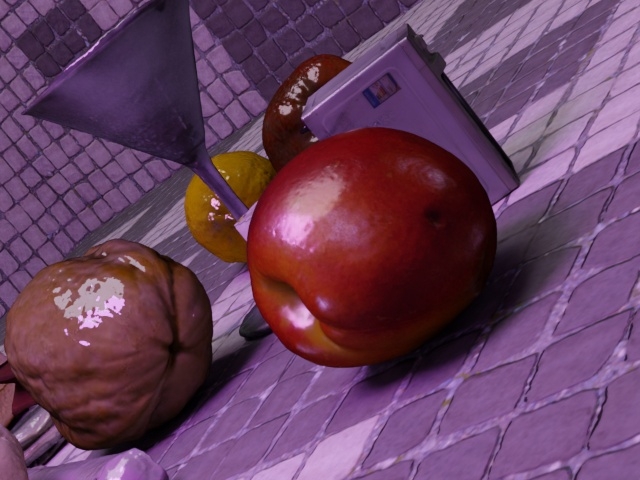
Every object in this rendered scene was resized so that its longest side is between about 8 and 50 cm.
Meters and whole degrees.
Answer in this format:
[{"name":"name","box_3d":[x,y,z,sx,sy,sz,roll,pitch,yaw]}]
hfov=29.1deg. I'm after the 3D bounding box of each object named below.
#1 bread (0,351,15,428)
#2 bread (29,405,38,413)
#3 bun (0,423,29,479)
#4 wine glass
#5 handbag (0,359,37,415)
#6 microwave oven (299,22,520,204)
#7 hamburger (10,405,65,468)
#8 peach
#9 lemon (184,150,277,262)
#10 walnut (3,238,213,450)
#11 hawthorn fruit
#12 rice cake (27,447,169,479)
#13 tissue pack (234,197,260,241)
[{"name":"bread","box_3d":[-0.660,0.350,2.194,0.239,0.111,0.246,-36,14,30]},{"name":"bread","box_3d":[-0.428,0.267,1.998,0.154,0.028,0.068,-33,15,36]},{"name":"bun","box_3d":[-0.369,0.292,1.340,0.222,0.222,0.127,-32,-19,33]},{"name":"wine glass","box_3d":[-0.146,-0.089,1.532,0.267,0.406,0.267,-36,11,8]},{"name":"handbag","box_3d":[-0.362,0.157,1.971,0.260,0.084,0.275,-21,15,24]},{"name":"microwave oven","box_3d":[0.099,-0.112,1.359,0.163,0.205,0.129,-35,12,15]},{"name":"hamburger","box_3d":[-0.420,0.292,1.788,0.140,0.062,0.133,-49,11,-33]},{"name":"peach","box_3d":[0.051,-0.001,1.098,0.243,0.199,0.243,-27,16,8]},{"name":"lemon","box_3d":[-0.124,-0.051,1.912,0.180,0.180,0.193,-40,35,-4]},{"name":"walnut","box_3d":[-0.252,0.126,1.493,0.283,0.227,0.282,-18,66,47]},{"name":"hawthorn fruit","box_3d":[0.019,-0.164,1.856,0.210,0.210,0.262,-39,-3,0]},{"name":"rice cake","box_3d":[-0.281,0.283,1.377,0.399,0.064,0.070,-23,26,55]},{"name":"tissue pack","box_3d":[0.000,0.000,1.375,0.106,0.148,0.099,-28,15,42]}]
